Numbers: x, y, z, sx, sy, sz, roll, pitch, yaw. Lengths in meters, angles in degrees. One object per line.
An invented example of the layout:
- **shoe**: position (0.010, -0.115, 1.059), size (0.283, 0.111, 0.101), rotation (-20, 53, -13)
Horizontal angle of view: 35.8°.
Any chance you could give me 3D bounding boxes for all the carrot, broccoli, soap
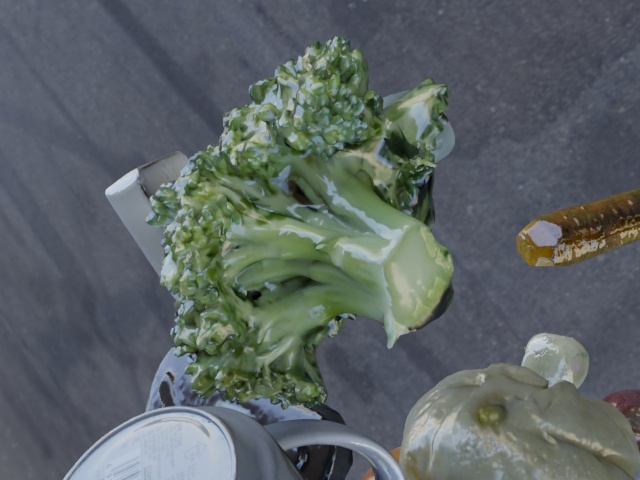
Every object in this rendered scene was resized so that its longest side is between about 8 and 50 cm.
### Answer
- **carrot**: position (0.532, -0.025, 1.922), size (0.114, 0.302, 0.114), rotation (164, 90, -79)
- **broccoli**: position (-0.007, -0.019, 0.986), size (0.318, 0.338, 0.277), rotation (-14, 133, 41)
- **soap**: position (-0.179, -0.017, 1.280), size (0.064, 0.121, 0.183), rotation (-32, 92, 33)

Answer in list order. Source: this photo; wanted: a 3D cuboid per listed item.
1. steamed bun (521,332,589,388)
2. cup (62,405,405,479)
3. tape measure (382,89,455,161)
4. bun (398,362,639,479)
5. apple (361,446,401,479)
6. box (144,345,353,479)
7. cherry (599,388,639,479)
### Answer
- **steamed bun**: position (0.440, 0.231, 1.828), size (0.091, 0.130, 0.112), rotation (7, 77, 56)
- **cup**: position (-0.053, 0.291, 0.905), size (0.237, 0.323, 0.327), rotation (14, 146, 46)
- **tape measure**: position (0.049, -0.095, 1.319), size (0.246, 0.243, 0.125), rotation (-27, 92, 41)
- **bun**: position (0.293, 0.295, 1.412), size (0.365, 0.365, 0.219), rotation (14, 87, 49)
- **apple**: position (0.177, 0.468, 1.703), size (0.242, 0.241, 0.242), rotation (5, 103, 20)
- **box**: position (-0.128, 0.335, 1.254), size (0.359, 0.091, 0.350), rotation (16, 94, 43)
- **cherry**: position (0.656, 0.416, 2.008), size (0.239, 0.239, 0.206), rotation (117, 160, -52)
